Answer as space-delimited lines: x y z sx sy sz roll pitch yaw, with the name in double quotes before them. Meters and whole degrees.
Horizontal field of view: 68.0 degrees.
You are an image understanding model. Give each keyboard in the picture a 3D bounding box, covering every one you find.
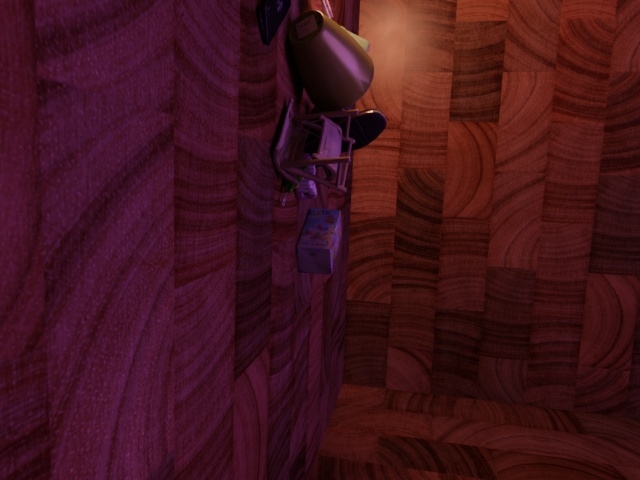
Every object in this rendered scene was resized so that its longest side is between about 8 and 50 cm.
"keyboard" -0.134 -0.733 1.400 0.202 0.033 0.317 92 8 -46

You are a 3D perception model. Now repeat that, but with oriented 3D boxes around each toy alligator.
"toy alligator" -0.107 -0.205 1.659 0.190 0.051 0.056 -59 157 -21

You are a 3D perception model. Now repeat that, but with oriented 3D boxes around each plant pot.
"plant pot" 0.012 -0.659 1.692 0.293 0.274 0.275 35 57 -57

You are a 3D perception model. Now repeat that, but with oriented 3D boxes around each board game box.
"board game box" 0.000 0.000 2.035 0.275 0.144 0.142 -72 163 -49

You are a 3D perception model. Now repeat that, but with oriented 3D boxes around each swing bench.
"swing bench" -0.015 -0.323 1.607 0.165 0.254 0.254 94 6 -56

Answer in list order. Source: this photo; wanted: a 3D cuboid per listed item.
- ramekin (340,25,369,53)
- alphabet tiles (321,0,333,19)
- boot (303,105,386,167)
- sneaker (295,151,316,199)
"ramekin" 0.099 -0.742 2.040 0.303 0.148 0.304 -160 -90 -87
"alphabet tiles" -0.002 -0.959 1.784 0.284 0.021 0.278 0 72 -78
"boot" 0.082 -0.463 1.853 0.138 0.377 0.284 40 39 -33
"sneaker" -0.062 -0.260 1.796 0.236 0.095 0.105 85 6 -59
